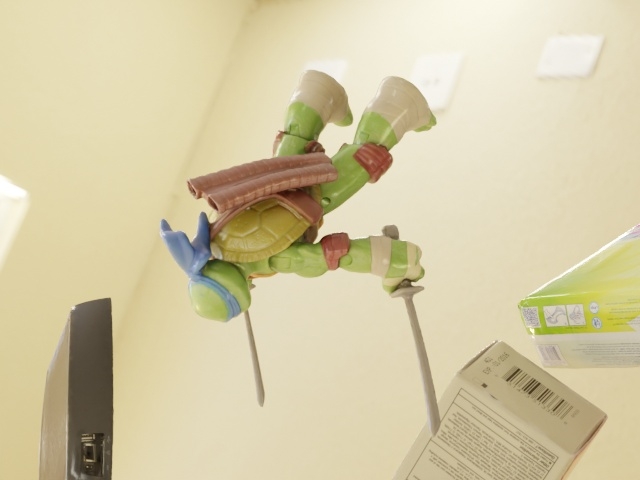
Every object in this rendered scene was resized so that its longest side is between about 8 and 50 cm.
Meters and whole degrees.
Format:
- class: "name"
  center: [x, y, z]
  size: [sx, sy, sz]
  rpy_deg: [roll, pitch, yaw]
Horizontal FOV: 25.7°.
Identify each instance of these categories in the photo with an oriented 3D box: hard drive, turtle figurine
- class: "hard drive"
  center: [-0.273, 0.205, 1.569]
  size: [0.054, 0.254, 0.172]
  rpy_deg: [10, 137, -19]
- class: "turtle figurine"
  center: [0.000, 0.000, 1.215]
  size: [0.275, 0.266, 0.198]
  rpy_deg: [37, 154, -15]

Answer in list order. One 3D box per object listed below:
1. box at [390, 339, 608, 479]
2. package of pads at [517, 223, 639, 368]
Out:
- class: "box"
  center: [0.174, 0.248, 1.490]
  size: [0.148, 0.232, 0.127]
  rpy_deg: [35, -152, 15]
- class: "package of pads"
  center: [0.399, 0.046, 1.549]
  size: [0.229, 0.296, 0.101]
  rpy_deg: [-7, 107, 51]
